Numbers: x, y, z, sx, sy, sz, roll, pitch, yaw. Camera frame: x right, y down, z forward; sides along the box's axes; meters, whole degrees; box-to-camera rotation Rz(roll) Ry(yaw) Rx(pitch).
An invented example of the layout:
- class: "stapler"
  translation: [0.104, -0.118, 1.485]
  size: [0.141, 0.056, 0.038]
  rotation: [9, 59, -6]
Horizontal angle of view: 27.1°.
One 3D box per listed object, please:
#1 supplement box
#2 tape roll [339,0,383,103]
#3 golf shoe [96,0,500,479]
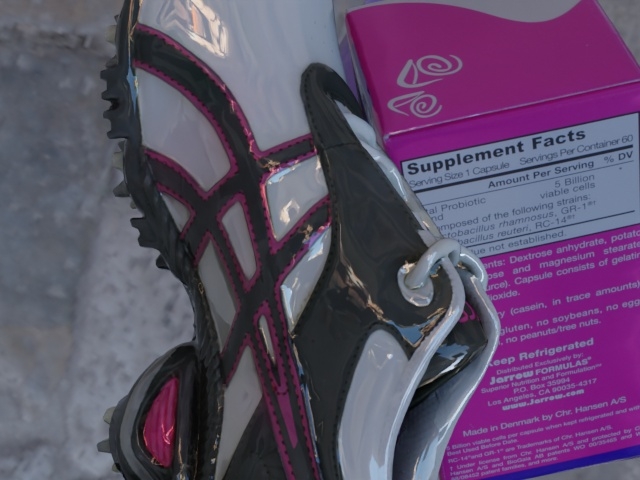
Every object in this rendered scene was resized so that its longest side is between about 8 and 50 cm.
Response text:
- class: "supplement box"
  translation: [0.087, -0.001, 0.622]
  size: [0.114, 0.111, 0.220]
  rotation: [-11, 127, -1]
- class: "tape roll"
  translation: [0.090, -0.071, 0.820]
  size: [0.189, 0.189, 0.080]
  rotation: [-18, 148, -49]
- class: "golf shoe"
  translation: [0.000, 0.000, 0.419]
  size: [0.105, 0.120, 0.273]
  rotation: [21, 65, -62]
